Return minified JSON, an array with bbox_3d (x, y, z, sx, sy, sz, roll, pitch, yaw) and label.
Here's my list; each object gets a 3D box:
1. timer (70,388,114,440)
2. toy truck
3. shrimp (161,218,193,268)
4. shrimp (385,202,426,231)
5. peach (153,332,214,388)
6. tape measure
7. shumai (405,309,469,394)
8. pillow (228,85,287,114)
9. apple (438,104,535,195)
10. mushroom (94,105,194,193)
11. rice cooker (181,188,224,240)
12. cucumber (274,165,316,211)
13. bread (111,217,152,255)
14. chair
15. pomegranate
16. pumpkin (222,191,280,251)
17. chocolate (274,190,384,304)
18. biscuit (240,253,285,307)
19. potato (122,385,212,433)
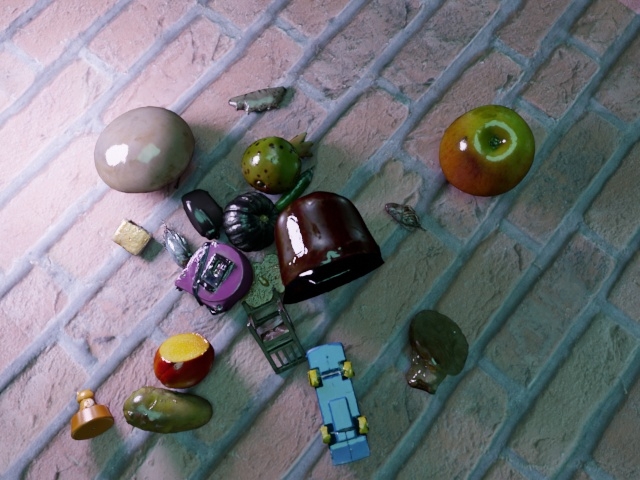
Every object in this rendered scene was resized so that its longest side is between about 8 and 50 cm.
[{"bbox_3d":[-0.795,0.579,1.497,0.132,0.132,0.152,-32,58,-8],"label":"timer"},{"bbox_3d":[0.054,0.549,1.503,0.161,0.162,0.385,-14,80,-5],"label":"toy truck"},{"bbox_3d":[-0.537,0.009,1.621,0.090,0.079,0.233,-40,76,30],"label":"shrimp"},{"bbox_3d":[0.331,-0.087,1.678,0.190,0.075,0.073,37,48,-6],"label":"shrimp"},{"bbox_3d":[-0.465,0.405,1.494,0.190,0.190,0.192,37,99,4],"label":"peach"},{"bbox_3d":[-0.368,0.131,1.555,0.231,0.149,0.245,27,83,15],"label":"tape measure"},{"bbox_3d":[0.391,0.398,1.576,0.222,0.204,0.272,27,45,0],"label":"shumai"},{"bbox_3d":[-0.244,-0.553,1.743,0.241,0.051,0.093,-16,81,-8],"label":"pillow"},{"bbox_3d":[0.616,-0.331,1.616,0.339,0.339,0.340,0,80,-2],"label":"apple"},{"bbox_3d":[-0.624,-0.308,1.596,0.362,0.295,0.363,-8,55,12],"label":"mushroom"},{"bbox_3d":[-0.426,-0.096,1.610,0.118,0.142,0.203,-37,87,-20],"label":"rice cooker"},{"bbox_3d":[-0.095,-0.195,1.684,0.056,0.056,0.250,40,83,5],"label":"cucumber"},{"bbox_3d":[-0.695,-0.014,1.614,0.125,0.082,0.106,35,90,-6],"label":"bread"},{"bbox_3d":[-0.162,0.322,1.564,0.136,0.147,0.271,-26,125,-4],"label":"chair"},{"bbox_3d":[-0.165,-0.289,1.643,0.231,0.231,0.286,39,36,5],"label":"pomegranate"},{"bbox_3d":[-0.248,-0.068,1.581,0.220,0.161,0.221,14,71,-44],"label":"pumpkin"},{"bbox_3d":[0.000,0.000,1.502,0.383,0.384,0.332,-22,80,-6],"label":"chocolate"},{"bbox_3d":[-0.208,0.159,1.625,0.166,0.036,0.226,35,83,7],"label":"biscuit"},{"bbox_3d":[-0.513,0.580,1.479,0.298,0.176,0.141,21,85,-22],"label":"potato"}]
